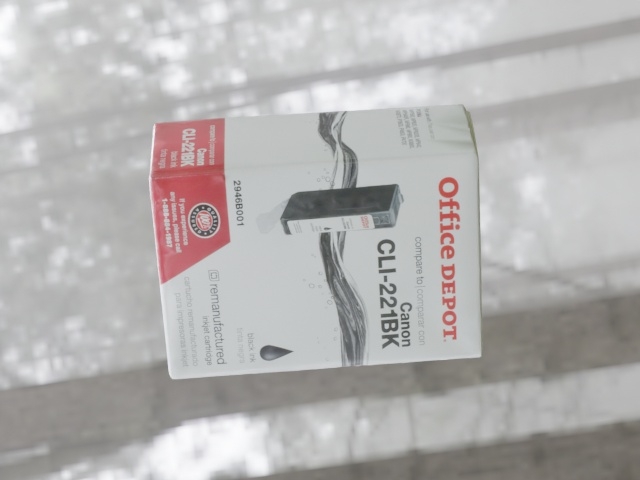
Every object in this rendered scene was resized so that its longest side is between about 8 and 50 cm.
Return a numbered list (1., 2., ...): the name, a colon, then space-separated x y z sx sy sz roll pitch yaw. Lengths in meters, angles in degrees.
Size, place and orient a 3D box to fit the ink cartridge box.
1. ink cartridge box: 0.000 0.000 1.619 0.114 0.273 0.197 -97 3 -64
